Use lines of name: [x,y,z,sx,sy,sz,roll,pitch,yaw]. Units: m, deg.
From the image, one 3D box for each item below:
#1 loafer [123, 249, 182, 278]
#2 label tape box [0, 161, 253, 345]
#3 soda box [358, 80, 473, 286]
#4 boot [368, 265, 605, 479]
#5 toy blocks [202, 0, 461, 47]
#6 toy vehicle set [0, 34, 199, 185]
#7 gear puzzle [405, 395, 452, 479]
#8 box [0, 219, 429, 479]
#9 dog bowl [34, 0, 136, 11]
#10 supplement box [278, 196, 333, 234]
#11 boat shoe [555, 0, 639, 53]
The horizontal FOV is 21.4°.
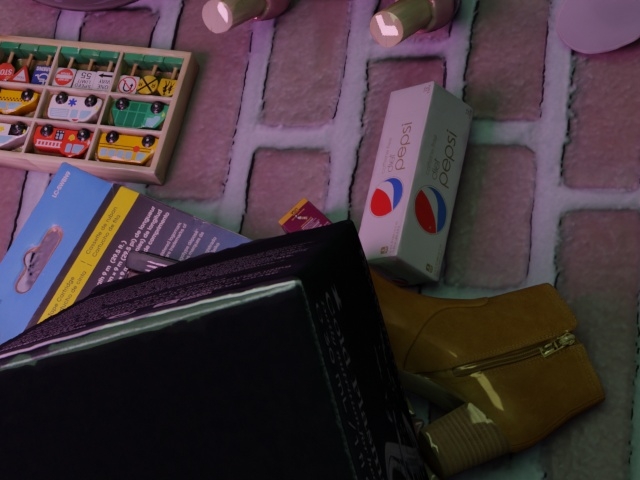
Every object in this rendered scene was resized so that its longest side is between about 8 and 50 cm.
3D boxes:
loafer: [-0.092,0.082,1.743,0.267,0.096,0.084,17,90,28]
label tape box: [-0.193,0.087,1.864,0.333,0.106,0.241,23,73,23]
soda box: [0.103,-0.061,1.862,0.069,0.074,0.216,-11,58,45]
boot: [0.145,0.087,1.759,0.211,0.104,0.295,-28,74,-17]
toy blocks: [0.032,-0.403,1.960,0.288,0.309,0.260,9,26,27]
toy vehicle set: [-0.294,-0.160,2.049,0.266,0.035,0.166,7,67,18]
gear puzzle: [-0.019,0.310,1.753,0.339,0.044,0.175,-29,60,2]
box: [-0.060,0.262,1.445,0.297,0.472,0.480,-15,94,6]
dog bowl: [-0.291,-0.456,2.055,0.348,0.102,0.349,0,94,-1]
supplement box: [0.000,0.000,1.883,0.043,0.055,0.083,-43,63,-7]
boat shoe: [0.376,-0.297,1.878,0.258,0.084,0.095,-32,94,35]
